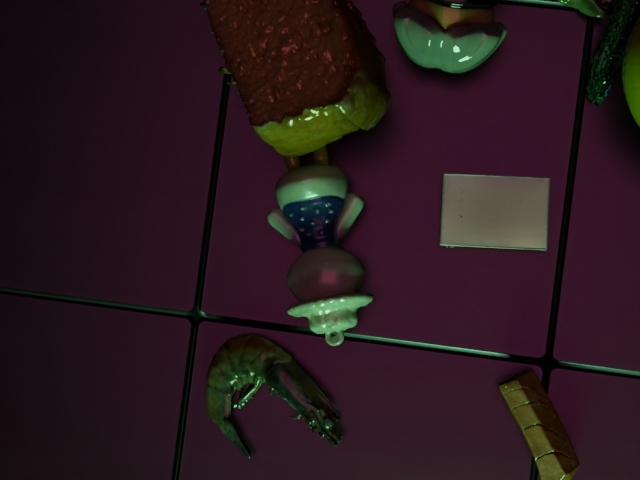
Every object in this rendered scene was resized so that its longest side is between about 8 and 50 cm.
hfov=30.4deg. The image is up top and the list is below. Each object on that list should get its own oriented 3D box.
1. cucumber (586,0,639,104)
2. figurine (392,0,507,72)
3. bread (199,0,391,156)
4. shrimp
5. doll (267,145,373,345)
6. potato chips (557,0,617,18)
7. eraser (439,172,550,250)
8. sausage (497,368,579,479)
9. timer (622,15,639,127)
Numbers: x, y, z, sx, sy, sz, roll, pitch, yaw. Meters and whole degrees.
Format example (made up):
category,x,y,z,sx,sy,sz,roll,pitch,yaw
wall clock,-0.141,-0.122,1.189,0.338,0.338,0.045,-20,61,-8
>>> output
category,x,y,z,sx,sy,sz,roll,pitch,yaw
cucumber,0.409,-0.299,1.579,0.044,0.043,0.256,26,119,15
figurine,0.174,-0.346,1.589,0.176,0.133,0.236,12,110,8
bread,-0.018,-0.235,1.581,0.194,0.179,0.340,-29,53,9
shrimp,-0.072,0.233,1.655,0.217,0.051,0.150,41,96,13
doll,0.000,0.000,1.625,0.138,0.119,0.293,-11,82,10
potato chips,0.394,-0.513,1.606,0.389,0.097,0.373,34,90,2
eraser,0.243,-0.039,1.642,0.151,0.023,0.103,3,88,6
sausage,0.304,0.262,1.608,0.065,0.065,0.169,-26,87,4
timer,0.521,-0.200,1.470,0.285,0.285,0.285,0,88,5
